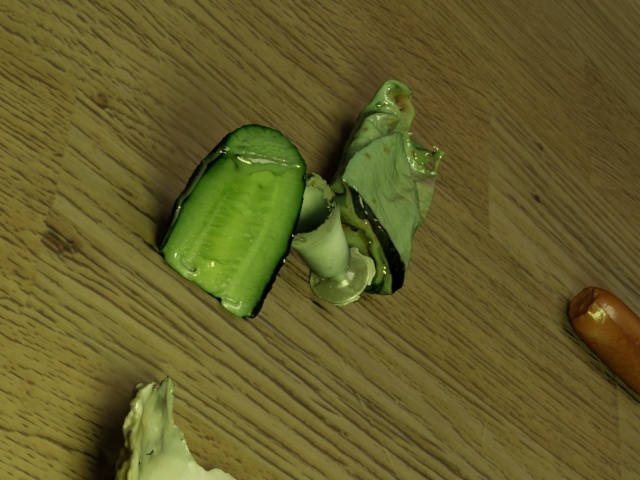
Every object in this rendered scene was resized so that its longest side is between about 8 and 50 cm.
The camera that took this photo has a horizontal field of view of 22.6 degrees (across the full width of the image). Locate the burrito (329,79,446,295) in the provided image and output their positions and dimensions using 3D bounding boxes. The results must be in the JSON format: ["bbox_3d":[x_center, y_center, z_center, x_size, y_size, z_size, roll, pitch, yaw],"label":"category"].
[{"bbox_3d":[0.064,-0.063,1.713,0.144,0.089,0.229,62,31,-29],"label":"burrito"}]

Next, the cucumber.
[{"bbox_3d":[-0.080,-0.024,1.445,0.115,0.193,0.085,16,47,-12],"label":"cucumber"}]

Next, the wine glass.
[{"bbox_3d":[0.000,0.000,1.547,0.155,0.072,0.072,60,22,-57],"label":"wine glass"}]

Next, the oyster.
[{"bbox_3d":[-0.109,0.248,1.246,0.275,0.100,0.271,56,29,11],"label":"oyster"}]

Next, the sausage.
[{"bbox_3d":[0.388,0.133,2.031,0.197,0.076,0.076,44,37,-29],"label":"sausage"}]
